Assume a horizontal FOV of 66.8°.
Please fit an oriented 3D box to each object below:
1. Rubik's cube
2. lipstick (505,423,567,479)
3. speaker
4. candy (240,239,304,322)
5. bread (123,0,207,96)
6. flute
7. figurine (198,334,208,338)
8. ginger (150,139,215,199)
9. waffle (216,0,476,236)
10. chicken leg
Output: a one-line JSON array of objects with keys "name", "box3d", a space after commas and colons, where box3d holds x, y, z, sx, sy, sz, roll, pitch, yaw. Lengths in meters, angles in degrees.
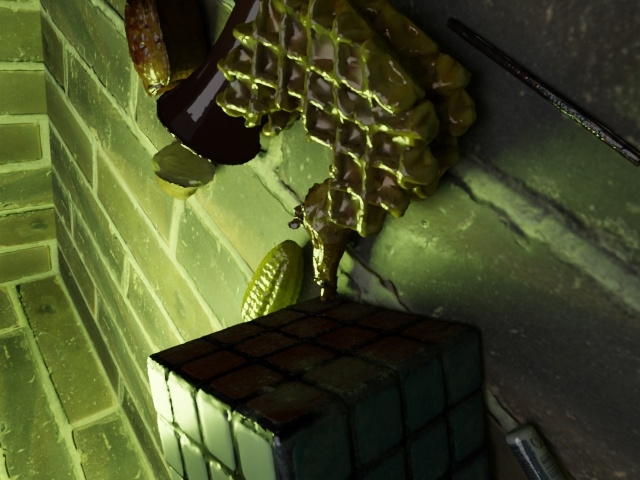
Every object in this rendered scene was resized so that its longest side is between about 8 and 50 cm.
[{"name": "Rubik's cube", "box3d": [0.002, 0.295, 0.682, 0.344, 0.344, 0.337, 5, 106, 52]}, {"name": "lipstick", "box3d": [0.276, 0.293, 0.581, 0.141, 0.040, 0.040, 61, 140, 17]}, {"name": "speaker", "box3d": [-0.121, -0.329, 0.828, 0.329, 0.198, 0.259, -52, 23, 30]}, {"name": "candy", "box3d": [-0.081, 0.081, 0.920, 0.106, 0.094, 0.199, 48, 128, 32]}, {"name": "bread", "box3d": [-0.340, -0.438, 1.029, 0.232, 0.135, 0.246, -2, 100, 52]}, {"name": "flute", "box3d": [0.225, -0.166, 0.513, 0.269, 0.014, 0.014, 51, 136, 27]}, {"name": "figurine", "box3d": [-0.229, 0.292, 1.166, 0.262, 0.121, 0.164, -38, 78, 32]}, {"name": "ginger", "box3d": [-0.311, -0.143, 1.141, 0.193, 0.115, 0.122, 27, 144, 35]}, {"name": "waffle", "box3d": [0.025, -0.172, 0.621, 0.324, 0.151, 0.261, 44, 131, 13]}, {"name": "chicken leg", "box3d": [0.002, 0.001, 0.790, 0.101, 0.085, 0.207, 10, 116, 22]}]
